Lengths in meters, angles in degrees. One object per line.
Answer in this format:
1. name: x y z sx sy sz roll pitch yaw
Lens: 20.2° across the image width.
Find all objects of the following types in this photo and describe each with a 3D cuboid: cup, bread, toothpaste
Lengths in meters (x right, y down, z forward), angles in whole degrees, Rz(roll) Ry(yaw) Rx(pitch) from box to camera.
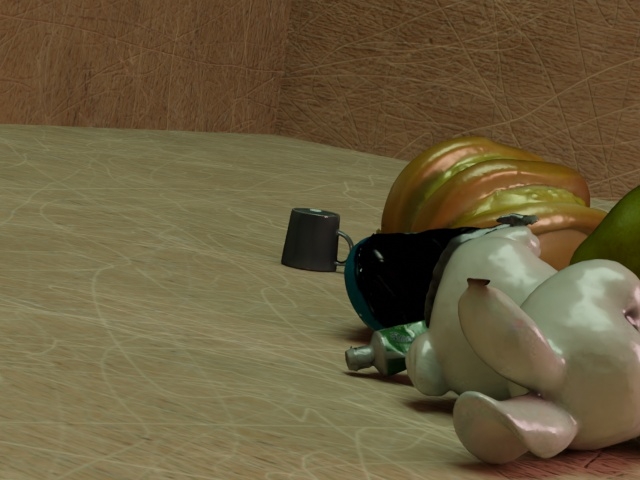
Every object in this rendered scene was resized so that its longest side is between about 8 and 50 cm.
1. cup: 0.000 0.000 2.467 0.100 0.077 0.078 11 8 15
2. bread: 0.254 -0.028 2.457 0.315 0.211 0.270 0 12 -32
3. toothpaste: 0.147 0.096 1.805 0.248 0.047 0.078 -12 15 -8

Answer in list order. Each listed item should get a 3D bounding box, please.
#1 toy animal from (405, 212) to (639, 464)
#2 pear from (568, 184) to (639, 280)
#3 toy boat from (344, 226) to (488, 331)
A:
1. toy animal: 0.202 0.096 1.613 0.247 0.183 0.310 1 14 -14
2. pear: 0.424 0.044 1.918 0.321 0.269 0.269 -14 -6 34
3. toy boat: 0.114 0.063 2.086 0.092 0.134 0.299 -33 -18 36
